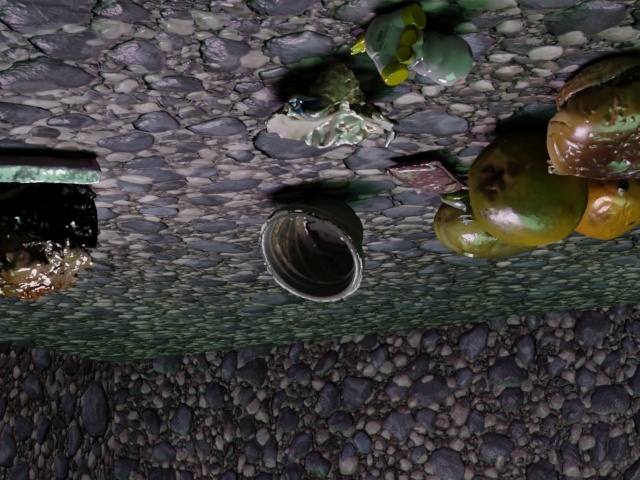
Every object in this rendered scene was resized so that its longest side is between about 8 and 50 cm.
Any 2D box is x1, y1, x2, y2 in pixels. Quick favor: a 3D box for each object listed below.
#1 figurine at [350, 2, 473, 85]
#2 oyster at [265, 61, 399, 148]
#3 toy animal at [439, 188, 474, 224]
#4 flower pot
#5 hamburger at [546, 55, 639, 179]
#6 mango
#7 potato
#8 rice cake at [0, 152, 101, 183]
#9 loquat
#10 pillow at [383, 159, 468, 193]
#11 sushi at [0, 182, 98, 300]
[{"bbox_3d":[0.138,-0.257,1.451,0.178,0.109,0.130,5,-170,-31],"label":"figurine"},{"bbox_3d":[0.010,-0.195,1.654,0.223,0.083,0.214,-5,164,31],"label":"oyster"},{"bbox_3d":[0.315,-0.068,2.123,0.217,0.075,0.041,10,155,21],"label":"toy animal"},{"bbox_3d":[0.000,0.000,2.218,0.236,0.140,0.235,13,129,17],"label":"flower pot"},{"bbox_3d":[0.472,-0.187,1.678,0.286,0.146,0.243,-14,156,39],"label":"hamburger"},{"bbox_3d":[0.557,-0.081,2.063,0.187,0.144,0.359,-35,170,-3],"label":"mango"},{"bbox_3d":[0.359,-0.037,2.226,0.228,0.148,0.197,-6,-169,-15],"label":"potato"},{"bbox_3d":[-0.531,-0.131,1.883,0.290,0.051,0.081,1,-161,-13],"label":"rice cake"},{"bbox_3d":[0.375,-0.083,1.894,0.213,0.213,0.246,-15,157,40],"label":"loquat"},{"bbox_3d":[0.206,-0.123,2.063,0.118,0.043,0.185,-6,163,24],"label":"pillow"},{"bbox_3d":[-0.534,0.006,2.066,0.238,0.218,0.225,7,167,-32],"label":"sushi"}]
